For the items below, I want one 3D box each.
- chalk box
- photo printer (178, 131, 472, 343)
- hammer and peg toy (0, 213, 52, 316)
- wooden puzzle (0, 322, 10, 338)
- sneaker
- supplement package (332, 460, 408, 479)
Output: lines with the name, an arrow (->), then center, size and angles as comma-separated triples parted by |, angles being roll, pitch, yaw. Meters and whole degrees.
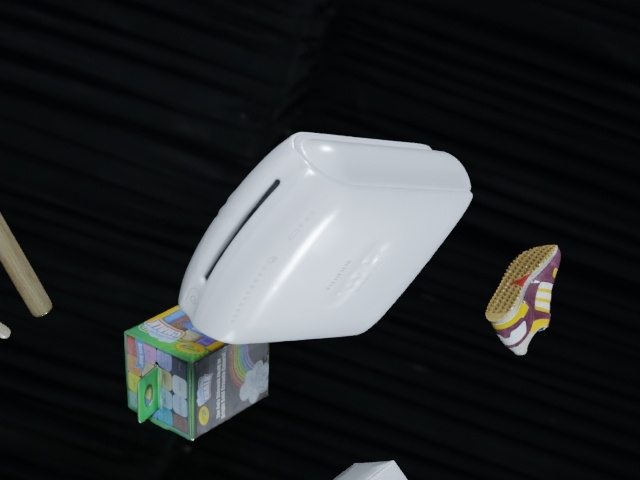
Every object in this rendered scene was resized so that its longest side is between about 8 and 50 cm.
chalk box -> -0.188, 0.182, 1.978 | 0.213, 0.132, 0.132 | -25, 127, -45
photo printer -> 0.000, 0.000, 1.560 | 0.307, 0.107, 0.256 | 1, 133, -52
hammer and peg toy -> -0.409, 0.053, 1.231 | 0.361, 0.266, 0.127 | -37, -158, 1
wooden puzzle -> -0.555, 0.068, 1.861 | 0.221, 0.239, 0.044 | 46, 51, -46
sneaker -> 0.303, 0.084, 2.044 | 0.069, 0.084, 0.185 | -8, -147, 46
supplement package -> 0.090, 0.464, 1.901 | 0.175, 0.293, 0.177 | -35, -179, -18
